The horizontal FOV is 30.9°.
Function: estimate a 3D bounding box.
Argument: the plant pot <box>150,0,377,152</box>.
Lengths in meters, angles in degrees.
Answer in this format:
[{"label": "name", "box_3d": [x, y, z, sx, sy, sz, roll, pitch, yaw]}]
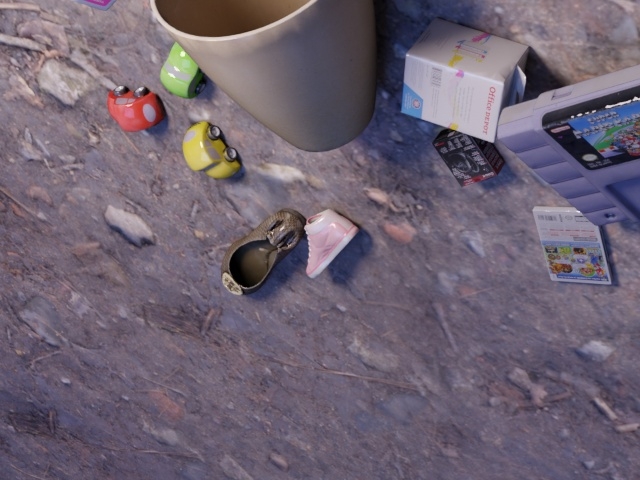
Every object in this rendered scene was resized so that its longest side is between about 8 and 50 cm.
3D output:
[{"label": "plant pot", "box_3d": [-0.033, -0.244, 1.423, 0.257, 0.256, 0.274, 9, 150, 29]}]

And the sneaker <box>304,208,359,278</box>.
[{"label": "sneaker", "box_3d": [0.000, 0.000, 1.753, 0.070, 0.051, 0.134, 40, 137, -1]}]

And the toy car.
[{"label": "toy car", "box_3d": [-0.216, -0.204, 1.710, 0.239, 0.053, 0.225, 30, 140, 8]}]

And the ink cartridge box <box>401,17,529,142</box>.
[{"label": "ink cartridge box", "box_3d": [0.182, -0.192, 1.403, 0.143, 0.090, 0.092, 21, 138, 17]}]

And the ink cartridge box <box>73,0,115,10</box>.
[{"label": "ink cartridge box", "box_3d": [-0.208, -0.430, 1.394, 0.065, 0.185, 0.311, 12, 155, -33]}]

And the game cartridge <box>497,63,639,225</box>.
[{"label": "game cartridge", "box_3d": [0.399, -0.114, 1.284, 0.355, 0.068, 0.230, -14, 147, 43]}]

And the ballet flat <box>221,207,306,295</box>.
[{"label": "ballet flat", "box_3d": [-0.101, 0.028, 1.846, 0.084, 0.058, 0.250, 43, 140, -6]}]

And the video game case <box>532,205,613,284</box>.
[{"label": "video game case", "box_3d": [0.336, 0.007, 1.543, 0.087, 0.011, 0.122, 3, 129, 33]}]

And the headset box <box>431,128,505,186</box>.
[{"label": "headset box", "box_3d": [0.196, -0.111, 1.516, 0.062, 0.032, 0.083, -18, 117, 45]}]
